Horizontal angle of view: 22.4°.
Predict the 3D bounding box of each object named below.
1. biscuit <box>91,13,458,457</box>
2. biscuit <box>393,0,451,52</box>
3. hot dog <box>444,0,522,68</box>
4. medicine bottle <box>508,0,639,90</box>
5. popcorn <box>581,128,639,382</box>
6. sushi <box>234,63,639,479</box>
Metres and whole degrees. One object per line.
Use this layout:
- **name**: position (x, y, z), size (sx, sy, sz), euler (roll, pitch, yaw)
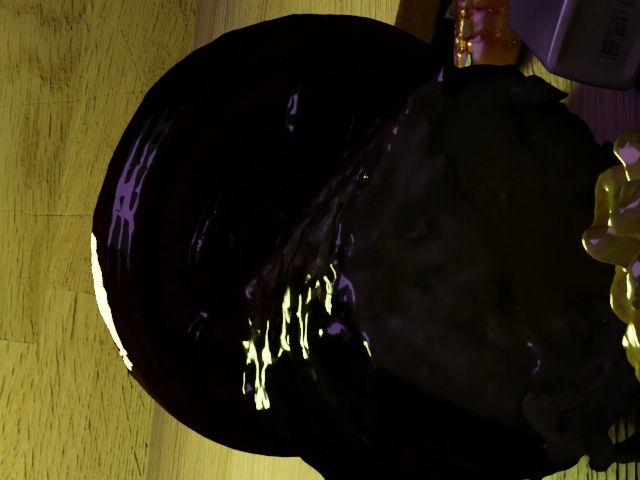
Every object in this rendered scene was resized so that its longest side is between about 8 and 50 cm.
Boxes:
- **biscuit**: position (0.000, 0.000, 1.437), size (0.091, 0.407, 0.407), euler (23, 102, 64)
- **biscuit**: position (0.107, -0.223, 1.767), size (0.287, 0.057, 0.344), euler (-73, -6, -75)
- **hot dog**: position (0.168, -0.273, 1.631), size (0.104, 0.076, 0.250), euler (146, 131, -72)
- **medicine bottle**: position (0.218, -0.219, 1.358), size (0.188, 0.088, 0.132), euler (-109, 32, -63)
- **popcorn**: position (0.257, 0.016, 0.827), size (0.225, 0.249, 0.249), euler (68, -160, -57)
- **sushi**: position (0.099, 0.052, 1.243), size (0.294, 0.281, 0.299), euler (145, 141, -62)
